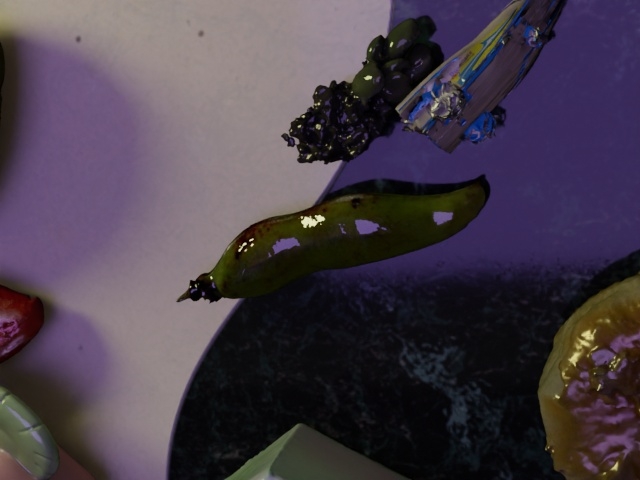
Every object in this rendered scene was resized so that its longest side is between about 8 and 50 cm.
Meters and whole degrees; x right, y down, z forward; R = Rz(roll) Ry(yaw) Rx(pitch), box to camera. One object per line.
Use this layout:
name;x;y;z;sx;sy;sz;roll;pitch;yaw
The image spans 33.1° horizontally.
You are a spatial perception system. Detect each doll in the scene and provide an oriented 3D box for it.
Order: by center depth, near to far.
doll;-0.361;0.307;1.190;0.268;0.216;0.284;41;119;10

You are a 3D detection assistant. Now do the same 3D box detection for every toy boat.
toy boat;0.160;-0.165;0.990;0.210;0.084;0.066;-48;49;10

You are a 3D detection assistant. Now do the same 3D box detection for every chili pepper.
chili pepper;-0.429;0.103;1.228;0.253;0.144;0.136;-26;137;12

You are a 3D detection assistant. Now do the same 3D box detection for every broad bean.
broad bean;0.000;0.000;1.082;0.339;0.061;0.077;-17;105;21

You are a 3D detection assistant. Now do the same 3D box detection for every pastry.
pastry;0.322;0.149;0.988;0.236;0.121;0.256;18;108;12

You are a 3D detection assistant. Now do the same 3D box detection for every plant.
plant;0.041;-0.135;1.029;0.085;0.087;0.174;35;112;-32

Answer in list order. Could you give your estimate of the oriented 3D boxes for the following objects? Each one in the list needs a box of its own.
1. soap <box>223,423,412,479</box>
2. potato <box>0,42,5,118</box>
soap;0.066;0.410;1.114;0.261;0.156;0.446;-41;89;21
potato;-0.429;-0.114;1.143;0.176;0.141;0.298;28;110;18
